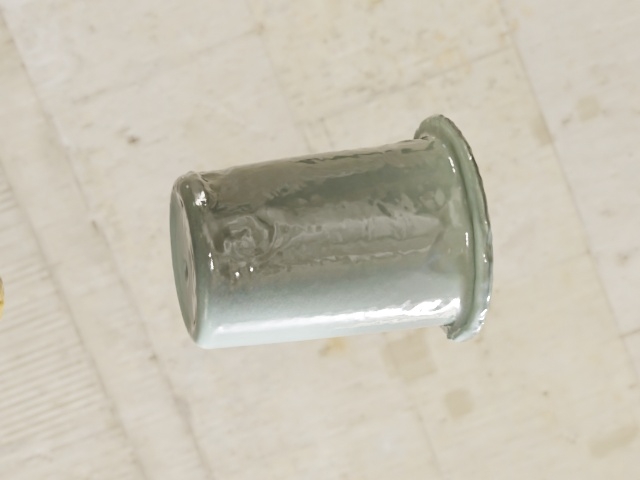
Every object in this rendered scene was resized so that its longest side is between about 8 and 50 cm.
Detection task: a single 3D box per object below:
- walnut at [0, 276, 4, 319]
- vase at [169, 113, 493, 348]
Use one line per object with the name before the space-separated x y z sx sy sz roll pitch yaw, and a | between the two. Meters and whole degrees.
walnut | -0.432 0.068 1.502 0.165 0.197 0.165 24 -60 52
vase | 0.000 0.000 1.468 0.245 0.291 0.245 174 -90 -77
